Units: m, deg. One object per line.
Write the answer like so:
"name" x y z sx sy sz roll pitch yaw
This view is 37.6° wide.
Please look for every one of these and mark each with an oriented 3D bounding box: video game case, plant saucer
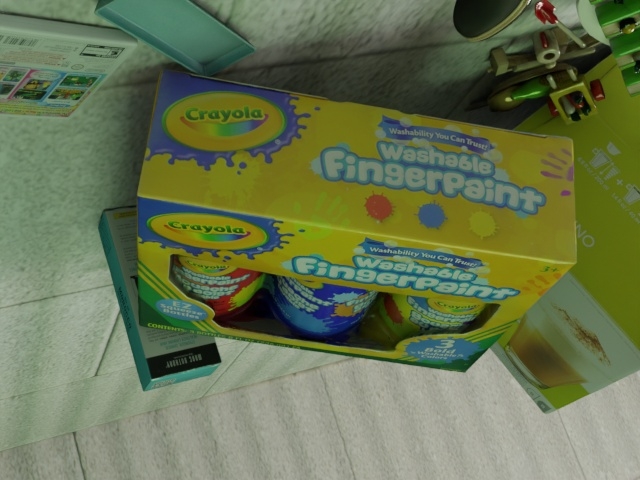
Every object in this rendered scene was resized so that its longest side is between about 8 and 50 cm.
"video game case" -0.271 -0.157 0.873 0.157 0.019 0.143 -3 158 -45
"plant saucer" -0.132 -0.201 0.888 0.067 0.018 0.192 -24 164 18

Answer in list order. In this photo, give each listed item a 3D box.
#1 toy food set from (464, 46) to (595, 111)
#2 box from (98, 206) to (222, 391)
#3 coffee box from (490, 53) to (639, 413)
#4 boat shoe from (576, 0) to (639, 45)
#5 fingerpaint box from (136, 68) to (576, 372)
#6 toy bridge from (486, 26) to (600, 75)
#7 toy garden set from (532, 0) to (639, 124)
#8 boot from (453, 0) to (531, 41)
"toy food set" 0.281 -0.198 1.258 0.132 0.038 0.192 -16 175 -12
"box" -0.220 0.072 1.275 0.101 0.244 0.060 -11 162 -26
"coffee box" 0.387 -0.011 1.350 0.338 0.337 0.334 -36 169 -20
"boat shoe" 0.366 -0.272 1.122 0.184 0.063 0.066 16 147 -33
"fingerpaint box" 0.017 0.004 1.103 0.445 0.163 0.371 9 153 -7
"toy bridge" 0.302 -0.248 1.205 0.188 0.026 0.063 -19 165 0
"toy garden set" 0.341 -0.222 1.089 0.204 0.049 0.244 -18 150 24
"boot" 0.151 -0.259 0.874 0.137 0.077 0.198 -24 157 -39
